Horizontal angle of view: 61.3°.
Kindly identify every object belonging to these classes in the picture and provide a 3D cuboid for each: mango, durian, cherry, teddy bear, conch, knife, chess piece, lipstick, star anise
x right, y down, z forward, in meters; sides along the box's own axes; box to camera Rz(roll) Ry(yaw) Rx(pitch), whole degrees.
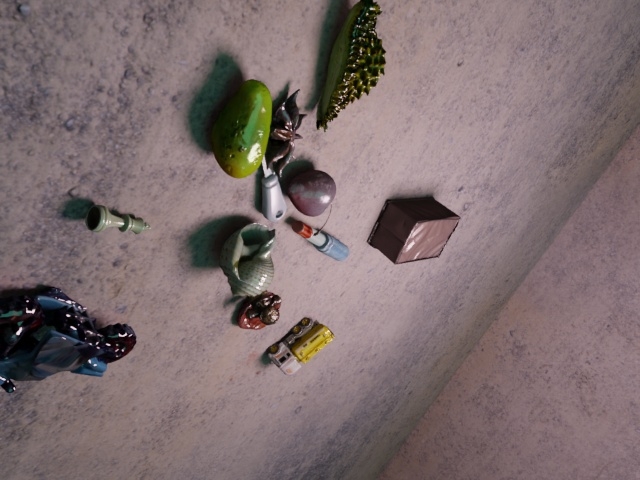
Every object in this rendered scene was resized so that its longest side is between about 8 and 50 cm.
[{"bbox_3d":[-0.174,-0.247,1.194,0.125,0.111,0.233,-18,137,-41],"label":"mango"},{"bbox_3d":[0.083,-0.421,1.267,0.106,0.132,0.375,3,129,-31],"label":"durian"},{"bbox_3d":[-0.039,-0.104,1.465,0.188,0.115,0.148,-57,162,24],"label":"cherry"},{"bbox_3d":[-0.178,0.177,1.598,0.119,0.160,0.078,-23,175,-24],"label":"teddy bear"},{"bbox_3d":[-0.198,0.052,1.443,0.172,0.131,0.200,36,56,-32],"label":"conch"},{"bbox_3d":[-0.125,-0.188,1.367,0.080,0.044,0.331,-32,138,-30],"label":"knife"},{"bbox_3d":[-0.436,-0.037,1.189,0.059,0.059,0.149,-55,148,13],"label":"chess piece"},{"bbox_3d":[0.000,0.000,1.636,0.061,0.068,0.274,-52,145,5],"label":"lipstick"},{"bbox_3d":[-0.092,-0.249,1.283,0.181,0.061,0.205,-57,161,-53],"label":"star anise"}]

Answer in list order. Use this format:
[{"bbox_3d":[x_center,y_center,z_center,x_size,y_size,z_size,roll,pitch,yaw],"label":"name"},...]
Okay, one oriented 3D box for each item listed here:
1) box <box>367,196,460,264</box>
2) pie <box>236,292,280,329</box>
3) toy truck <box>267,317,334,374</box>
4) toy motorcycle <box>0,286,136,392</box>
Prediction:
[{"bbox_3d":[0.323,-0.036,1.852,0.252,0.153,0.188,-3,126,-41],"label":"box"},{"bbox_3d":[-0.193,0.222,1.692,0.153,0.038,0.154,-23,137,-24],"label":"pie"},{"bbox_3d":[-0.066,0.370,1.890,0.227,0.114,0.098,-39,144,-9],"label":"toy truck"},{"bbox_3d":[-0.612,0.238,1.207,0.232,0.172,0.416,-41,153,5],"label":"toy motorcycle"}]
